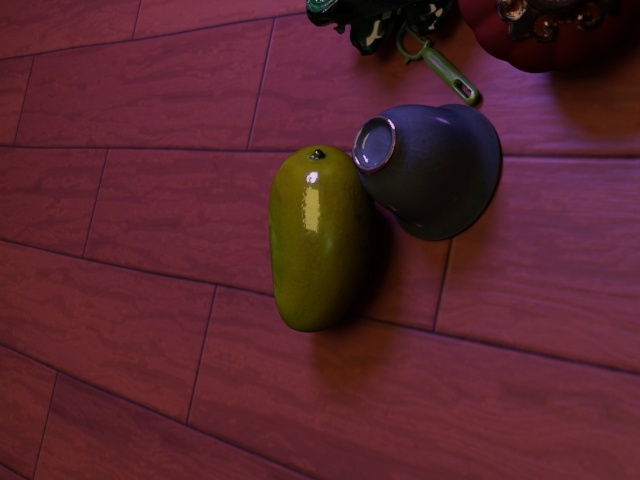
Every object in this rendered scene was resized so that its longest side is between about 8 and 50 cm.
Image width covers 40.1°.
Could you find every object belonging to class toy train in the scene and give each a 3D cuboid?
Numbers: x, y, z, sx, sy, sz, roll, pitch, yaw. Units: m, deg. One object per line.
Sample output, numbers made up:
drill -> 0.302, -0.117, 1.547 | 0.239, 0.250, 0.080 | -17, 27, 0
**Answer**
toy train -> 0.093, -0.400, 1.299 | 0.266, 0.145, 0.202 | -8, 64, 44

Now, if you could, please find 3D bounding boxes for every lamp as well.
lamp -> 0.277, -0.315, 1.057 | 0.227, 0.227, 0.227 | -16, 68, 43

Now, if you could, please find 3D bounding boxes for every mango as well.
mango -> 0.004, -0.004, 1.279 | 0.185, 0.149, 0.273 | -15, 74, 63

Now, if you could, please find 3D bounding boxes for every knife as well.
knife -> 0.165, -0.253, 1.285 | 0.054, 0.015, 0.212 | -55, 46, 21

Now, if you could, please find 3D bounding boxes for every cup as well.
cup -> 0.120, -0.111, 1.193 | 0.199, 0.150, 0.199 | -16, 67, 43
